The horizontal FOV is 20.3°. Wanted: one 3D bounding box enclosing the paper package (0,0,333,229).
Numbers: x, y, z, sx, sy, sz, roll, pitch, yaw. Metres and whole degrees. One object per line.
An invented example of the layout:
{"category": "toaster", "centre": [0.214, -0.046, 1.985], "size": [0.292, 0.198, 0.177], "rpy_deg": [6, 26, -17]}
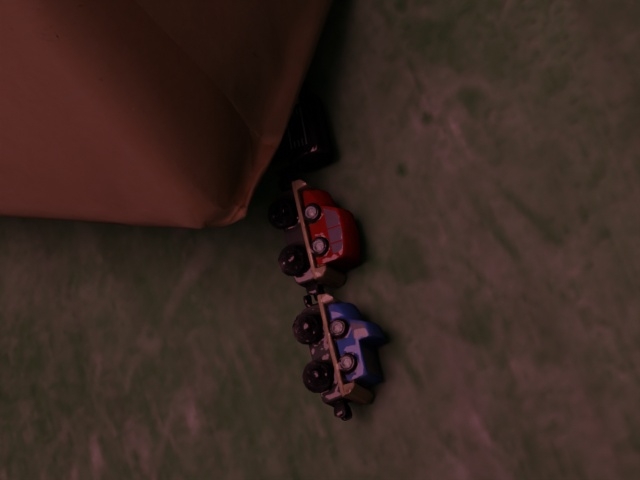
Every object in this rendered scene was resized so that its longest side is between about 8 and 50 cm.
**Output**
{"category": "paper package", "centre": [-0.200, -0.165, 0.741], "size": [0.309, 0.325, 0.168], "rpy_deg": [3, 56, 34]}

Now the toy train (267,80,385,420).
{"category": "toy train", "centre": [0.000, 0.000, 0.771], "size": [0.036, 0.027, 0.158], "rpy_deg": [-19, 70, 17]}
